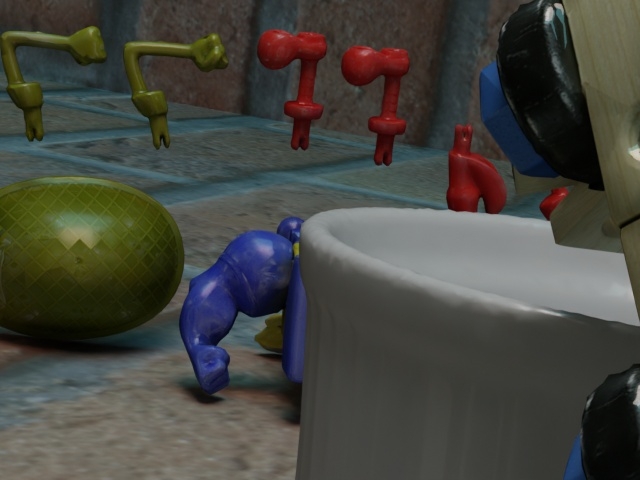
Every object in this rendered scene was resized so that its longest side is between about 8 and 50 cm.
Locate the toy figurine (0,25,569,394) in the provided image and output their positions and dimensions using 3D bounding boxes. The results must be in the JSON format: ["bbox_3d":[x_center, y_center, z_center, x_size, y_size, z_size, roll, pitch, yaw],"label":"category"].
[{"bbox_3d":[0.000,0.000,1.030,0.362,0.191,0.217,5,13,-14],"label":"toy figurine"}]

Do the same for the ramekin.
[{"bbox_3d":[0.119,0.077,0.753,0.277,0.135,0.277,9,8,-1],"label":"ramekin"}]

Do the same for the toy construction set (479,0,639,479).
[{"bbox_3d":[0.137,0.032,0.484,0.215,0.151,0.327,23,33,-42],"label":"toy construction set"}]
